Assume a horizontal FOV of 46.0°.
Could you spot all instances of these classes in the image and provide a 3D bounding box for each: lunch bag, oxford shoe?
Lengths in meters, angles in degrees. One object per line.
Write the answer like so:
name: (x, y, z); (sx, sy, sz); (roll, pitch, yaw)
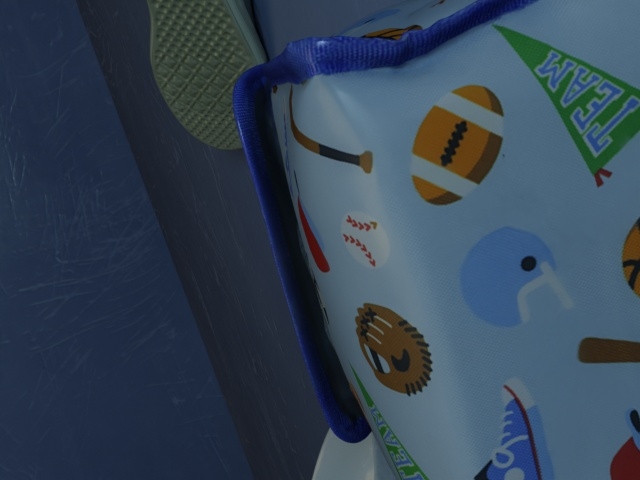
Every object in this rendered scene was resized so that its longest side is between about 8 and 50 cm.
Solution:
lunch bag: (0.087, 0.001, 0.529); (0.385, 0.239, 0.327); (-125, 18, -76)
oxford shoe: (-0.153, -0.308, 0.989); (0.449, 0.169, 0.130); (78, -159, -46)

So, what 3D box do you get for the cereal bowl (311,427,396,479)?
cereal bowl: (0.076, 0.384, 0.960); (0.339, 0.141, 0.338); (-167, 90, -81)
